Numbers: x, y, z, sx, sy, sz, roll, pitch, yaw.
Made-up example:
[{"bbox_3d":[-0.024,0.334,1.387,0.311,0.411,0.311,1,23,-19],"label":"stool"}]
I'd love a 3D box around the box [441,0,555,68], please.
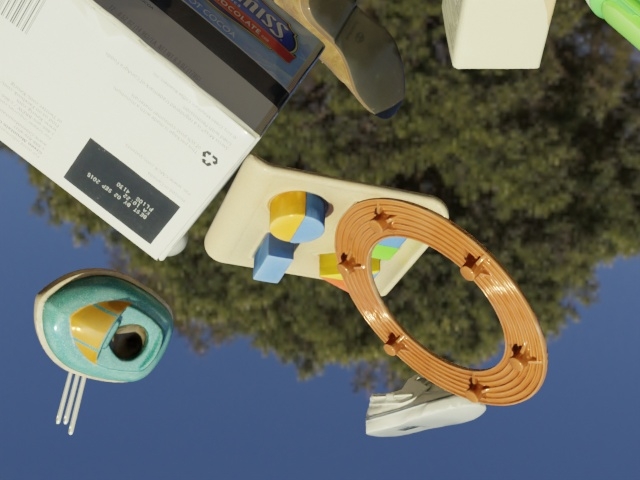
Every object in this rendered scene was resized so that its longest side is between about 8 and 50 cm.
[{"bbox_3d":[0.240,-0.382,1.467,0.121,0.311,0.148,0,-131,-4],"label":"box"}]

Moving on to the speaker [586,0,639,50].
[{"bbox_3d":[0.457,-0.271,1.439,0.131,0.131,0.296,-18,-129,-24],"label":"speaker"}]

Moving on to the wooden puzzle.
[{"bbox_3d":[0.000,0.000,1.942,0.348,0.322,0.080,14,-122,-13],"label":"wooden puzzle"}]

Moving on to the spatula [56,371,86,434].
[{"bbox_3d":[-0.459,0.243,2.198,0.019,0.242,0.168,15,174,-24],"label":"spatula"}]

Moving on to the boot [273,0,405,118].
[{"bbox_3d":[0.036,-0.321,1.893,0.115,0.305,0.112,15,-116,46],"label":"boot"}]

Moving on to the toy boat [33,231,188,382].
[{"bbox_3d":[-0.333,0.092,1.943,0.267,0.318,0.148,24,-176,-40],"label":"toy boat"}]

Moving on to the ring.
[{"bbox_3d":[0.143,0.089,1.476,0.336,0.336,0.032,25,-127,36],"label":"ring"}]

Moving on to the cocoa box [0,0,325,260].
[{"bbox_3d":[-0.215,-0.202,1.249,0.347,0.231,0.228,38,-141,-7],"label":"cocoa box"}]

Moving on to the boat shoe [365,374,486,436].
[{"bbox_3d":[0.162,0.260,1.866,0.095,0.084,0.258,16,154,-39],"label":"boat shoe"}]
